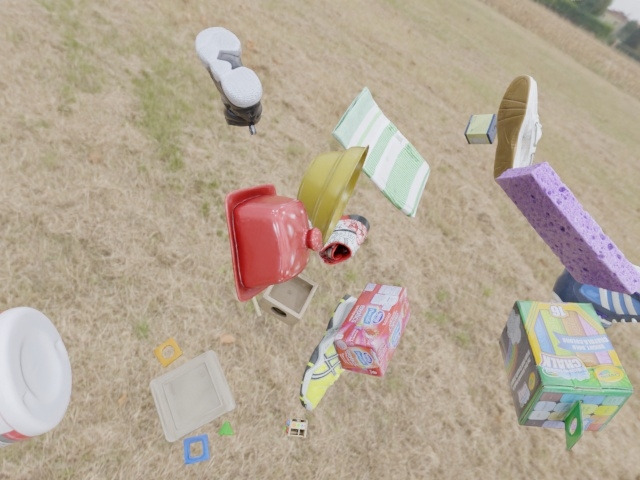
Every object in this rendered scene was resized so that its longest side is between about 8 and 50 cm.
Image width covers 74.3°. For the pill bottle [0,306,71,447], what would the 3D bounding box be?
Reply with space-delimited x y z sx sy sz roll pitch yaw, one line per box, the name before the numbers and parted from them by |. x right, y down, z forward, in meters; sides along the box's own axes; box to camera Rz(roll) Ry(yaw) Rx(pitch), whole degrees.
pill bottle | -0.483 0.196 0.509 0.283 0.161 0.161 -16 53 -10

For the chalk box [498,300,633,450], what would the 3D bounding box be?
chalk box | 0.392 0.221 0.686 0.131 0.133 0.213 2 43 5

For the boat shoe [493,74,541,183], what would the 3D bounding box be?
boat shoe | 0.523 -0.281 1.100 0.096 0.277 0.098 -3 20 -16

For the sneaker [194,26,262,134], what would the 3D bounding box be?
sneaker | -0.214 -0.369 0.996 0.101 0.153 0.269 -23 64 -15

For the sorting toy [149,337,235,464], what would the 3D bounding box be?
sorting toy | -0.354 0.429 1.177 0.195 0.047 0.348 -25 65 -11

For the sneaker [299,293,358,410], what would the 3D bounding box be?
sneaker | 0.055 0.371 1.349 0.147 0.385 0.145 26 -4 10

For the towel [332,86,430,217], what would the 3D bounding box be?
towel | 0.184 -0.242 1.172 0.325 0.038 0.248 46 48 -21

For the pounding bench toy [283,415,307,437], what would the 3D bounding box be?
pounding bench toy | -0.086 0.592 1.349 0.065 0.083 0.052 13 74 -16

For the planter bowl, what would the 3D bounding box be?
planter bowl | 0.013 -0.106 0.842 0.090 0.217 0.217 25 38 5

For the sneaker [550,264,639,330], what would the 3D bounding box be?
sneaker | 0.742 0.185 1.052 0.130 0.237 0.322 -8 30 -36

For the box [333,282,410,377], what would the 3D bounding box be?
box | 0.156 0.249 1.216 0.128 0.123 0.257 3 34 30

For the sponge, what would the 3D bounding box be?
sponge | 0.345 -0.019 0.600 0.210 0.031 0.117 50 3 -2

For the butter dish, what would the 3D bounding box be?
butter dish | -0.055 -0.002 0.627 0.118 0.160 0.160 0 13 21

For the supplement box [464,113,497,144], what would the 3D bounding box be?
supplement box | 0.539 -0.371 1.414 0.056 0.083 0.083 43 66 -45

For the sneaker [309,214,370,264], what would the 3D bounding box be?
sneaker | 0.000 -0.001 1.221 0.145 0.269 0.090 -58 134 -43

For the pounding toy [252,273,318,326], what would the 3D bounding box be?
pounding toy | -0.143 0.162 1.229 0.206 0.094 0.181 32 56 -5
